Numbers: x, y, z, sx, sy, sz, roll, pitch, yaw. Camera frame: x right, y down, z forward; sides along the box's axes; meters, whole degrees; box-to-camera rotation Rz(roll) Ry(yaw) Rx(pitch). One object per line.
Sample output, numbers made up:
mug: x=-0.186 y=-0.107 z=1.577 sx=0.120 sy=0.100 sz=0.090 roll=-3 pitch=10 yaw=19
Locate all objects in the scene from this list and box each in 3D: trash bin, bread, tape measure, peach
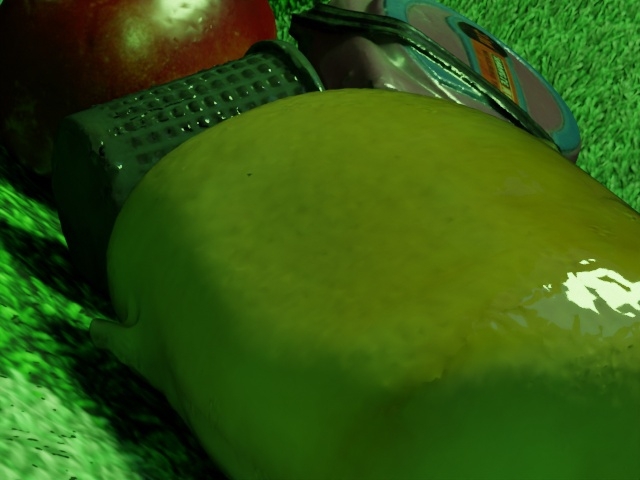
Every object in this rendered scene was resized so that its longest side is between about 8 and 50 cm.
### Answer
trash bin: x=-0.087 y=-0.034 z=1.307 sx=0.161 sy=0.175 sz=0.175 roll=-14 pitch=31 yaw=-23
bread: x=0.089 y=0.073 z=1.115 sx=0.348 sy=0.253 sz=0.376 roll=33 pitch=9 yaw=-32
tape measure: x=0.079 y=-0.091 z=1.547 sx=0.245 sy=0.149 sz=0.231 roll=27 pitch=23 yaw=-21
peach: x=-0.155 y=-0.135 z=1.517 sx=0.199 sy=0.243 sz=0.243 roll=52 pitch=8 yaw=-2

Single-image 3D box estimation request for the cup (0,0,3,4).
cup: x=-0.336 y=-0.211 z=1.617 sx=0.236 sy=0.148 sz=0.134 roll=32 pitch=39 yaw=-45
